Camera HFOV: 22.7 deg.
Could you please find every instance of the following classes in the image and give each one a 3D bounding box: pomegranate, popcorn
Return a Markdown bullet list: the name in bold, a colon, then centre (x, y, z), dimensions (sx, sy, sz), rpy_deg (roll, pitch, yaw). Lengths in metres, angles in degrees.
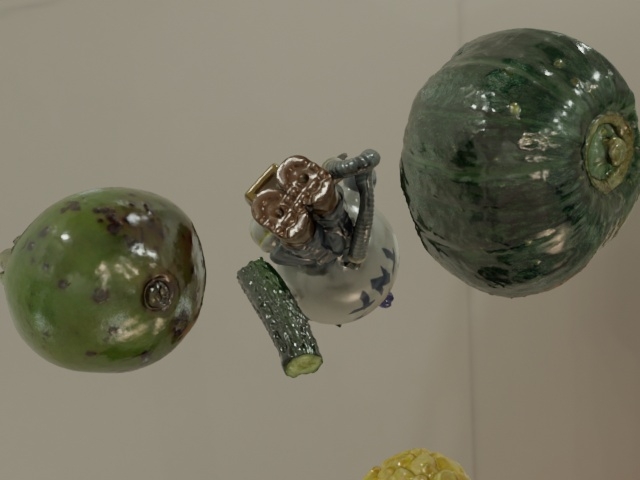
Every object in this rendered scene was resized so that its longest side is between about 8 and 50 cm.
- **pomegranate**: centre (-0.229, 0.036, 1.587), dimensions (0.202, 0.202, 0.247), rpy_deg (-30, 30, -35)
- **popcorn**: centre (0.118, 0.338, 1.906), dimensions (0.180, 0.180, 0.170), rpy_deg (-15, -10, -17)

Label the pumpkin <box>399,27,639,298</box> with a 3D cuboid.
- **pumpkin**: centre (0.199, -0.067, 1.765), dimensions (0.263, 0.293, 0.197), rpy_deg (14, 43, 37)

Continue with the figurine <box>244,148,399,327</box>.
- **figurine**: centre (-0.004, 0.002, 2.208), dimensions (0.261, 0.382, 0.186), rpy_deg (-42, 64, -2)

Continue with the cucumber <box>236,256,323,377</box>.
- **cucumber**: centre (-0.050, 0.093, 1.956), dimensions (0.058, 0.058, 0.187), rpy_deg (-15, 41, -16)
